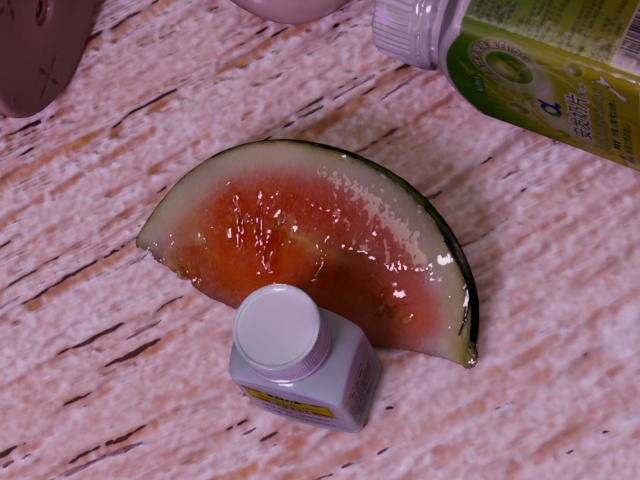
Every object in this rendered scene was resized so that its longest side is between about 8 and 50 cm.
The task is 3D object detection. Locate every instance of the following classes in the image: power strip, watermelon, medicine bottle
[{"bbox_3d":[-0.216,-0.158,1.060,0.078,0.154,0.154,15,73,15],"label":"power strip"},{"bbox_3d":[-0.002,0.001,1.001,0.245,0.063,0.119,19,88,19],"label":"watermelon"},{"bbox_3d":[0.134,-0.126,0.973,0.188,0.132,0.088,22,76,21],"label":"medicine bottle"},{"bbox_3d":[-0.012,0.069,0.937,0.074,0.118,0.055,15,72,17],"label":"medicine bottle"}]

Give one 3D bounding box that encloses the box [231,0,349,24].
[{"bbox_3d":[-0.036,-0.237,1.080,0.146,0.088,0.200,-39,65,-6],"label":"box"}]
